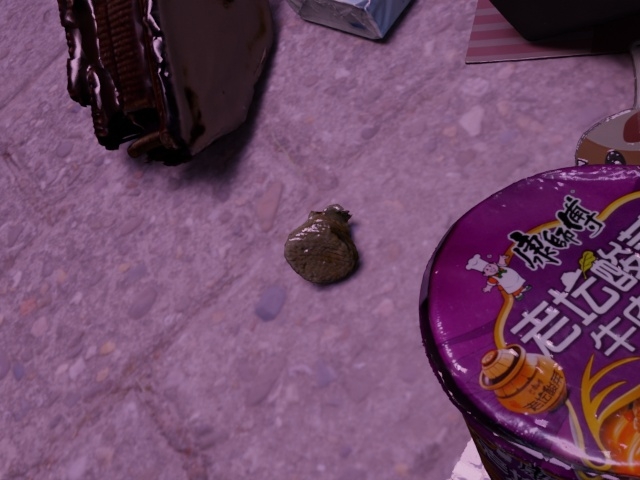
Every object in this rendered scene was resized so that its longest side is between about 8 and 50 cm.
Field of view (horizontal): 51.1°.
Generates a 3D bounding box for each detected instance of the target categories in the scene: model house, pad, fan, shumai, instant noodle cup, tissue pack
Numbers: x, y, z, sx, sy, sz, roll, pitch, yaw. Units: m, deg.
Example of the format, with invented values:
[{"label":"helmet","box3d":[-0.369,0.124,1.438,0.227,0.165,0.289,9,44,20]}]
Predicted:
[{"label":"model house","box3d":[-0.237,-0.260,0.958,0.283,0.297,0.317,-7,98,33]},{"label":"pad","box3d":[0.301,-0.346,0.834,0.202,0.005,0.299,4,65,28]},{"label":"fan","box3d":[0.333,-0.116,0.685,0.153,0.008,0.226,-6,63,25]},{"label":"shumai","box3d":[0.000,0.000,0.765,0.083,0.082,0.080,2,22,-4]},{"label":"instant noodle cup","box3d":[0.207,0.097,0.494,0.251,0.190,0.251,-9,47,10]},{"label":"tissue pack","box3d":[0.085,-0.412,0.930,0.177,0.089,0.263,30,82,37]}]

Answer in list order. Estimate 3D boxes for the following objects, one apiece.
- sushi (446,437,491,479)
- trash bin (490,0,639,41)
[{"label":"sushi","box3d":[0.160,0.267,0.533,0.192,0.050,0.215,26,77,35]},{"label":"trash bin","box3d":[0.294,-0.304,0.681,0.165,0.115,0.225,-53,15,-8]}]
